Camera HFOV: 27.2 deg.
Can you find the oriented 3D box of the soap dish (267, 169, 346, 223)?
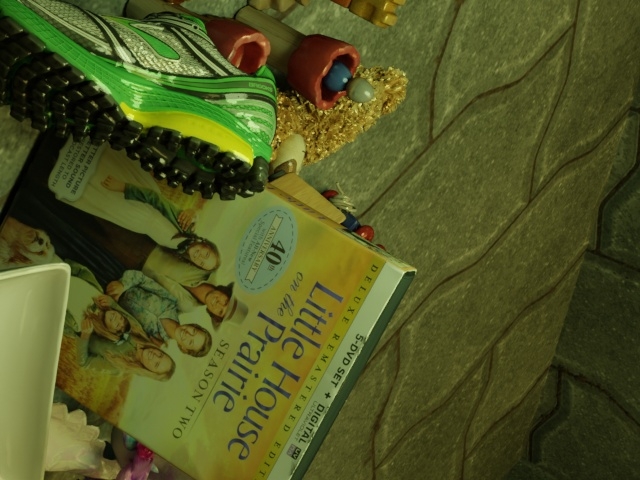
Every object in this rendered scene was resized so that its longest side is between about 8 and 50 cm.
[{"bbox_3d":[-0.145,0.025,1.593,0.291,0.118,0.229,-19,-172,44],"label":"soap dish"}]

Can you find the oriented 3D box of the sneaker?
[{"bbox_3d":[-0.195,-0.166,1.277,0.134,0.343,0.146,-25,-134,51],"label":"sneaker"}]

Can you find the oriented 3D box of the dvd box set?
[{"bbox_3d":[-0.151,0.059,1.395,0.308,0.420,0.062,-61,164,9],"label":"dvd box set"}]

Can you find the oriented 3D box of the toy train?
[{"bbox_3d":[0.000,0.000,2.043,0.143,0.105,0.248,-43,155,-3],"label":"toy train"}]

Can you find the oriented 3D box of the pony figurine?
[{"bbox_3d":[-0.229,0.264,1.692,0.351,0.303,0.363,93,13,-47],"label":"pony figurine"}]

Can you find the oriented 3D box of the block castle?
[{"bbox_3d":[0.010,-0.368,1.453,0.303,0.213,0.453,-6,124,-62],"label":"block castle"}]

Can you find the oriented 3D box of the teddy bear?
[{"bbox_3d":[-0.008,-0.147,1.752,0.245,0.113,0.338,-26,177,21],"label":"teddy bear"}]

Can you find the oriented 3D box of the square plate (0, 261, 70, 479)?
[{"bbox_3d":[-0.434,0.174,1.327,0.344,0.049,0.347,-10,131,-32],"label":"square plate"}]
